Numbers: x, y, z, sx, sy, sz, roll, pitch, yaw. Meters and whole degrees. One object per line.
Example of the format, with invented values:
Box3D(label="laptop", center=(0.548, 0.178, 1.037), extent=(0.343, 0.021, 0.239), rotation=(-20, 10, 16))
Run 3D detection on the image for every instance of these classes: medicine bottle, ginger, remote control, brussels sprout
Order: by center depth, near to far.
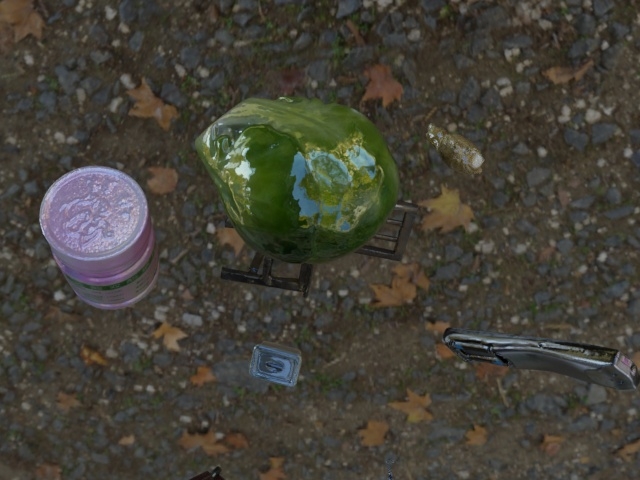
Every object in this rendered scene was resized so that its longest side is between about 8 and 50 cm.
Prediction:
Box3D(label="remote control", center=(0.217, 0.118, 0.726), extent=(0.059, 0.028, 0.212), rotation=(44, 155, -30))
Box3D(label="brussels sprout", center=(-0.045, -0.112, 1.268), extent=(0.354, 0.281, 0.289), rotation=(37, 158, -4))
Box3D(label="ginger", center=(0.264, -0.193, 1.456), extent=(0.067, 0.165, 0.096), rotation=(-48, 143, 6))
Box3D(label="medicine bottle", center=(-0.456, 0.006, 1.506), extent=(0.212, 0.212, 0.325), rotation=(9, 156, -6))

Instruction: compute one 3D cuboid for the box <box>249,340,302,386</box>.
Box3D(label="box", center=(-0.106, 0.299, 1.747), extent=(0.122, 0.062, 0.089), rotation=(14, 104, 6))

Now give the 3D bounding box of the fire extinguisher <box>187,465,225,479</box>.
Box3D(label="fire extinguisher", center=(-0.256, 0.620, 1.556), extent=(0.105, 0.141, 0.341), rotation=(19, 127, 24))

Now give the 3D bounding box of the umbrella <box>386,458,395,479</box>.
Box3D(label="umbrella", center=(0.183, 0.624, 1.779), extent=(0.022, 0.149, 0.022), rotation=(-9, 164, 9))

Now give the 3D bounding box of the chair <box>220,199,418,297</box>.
Box3D(label="chair", center=(0.000, 0.000, 1.690), extent=(0.416, 0.241, 0.203), rotation=(14, 128, 4))
